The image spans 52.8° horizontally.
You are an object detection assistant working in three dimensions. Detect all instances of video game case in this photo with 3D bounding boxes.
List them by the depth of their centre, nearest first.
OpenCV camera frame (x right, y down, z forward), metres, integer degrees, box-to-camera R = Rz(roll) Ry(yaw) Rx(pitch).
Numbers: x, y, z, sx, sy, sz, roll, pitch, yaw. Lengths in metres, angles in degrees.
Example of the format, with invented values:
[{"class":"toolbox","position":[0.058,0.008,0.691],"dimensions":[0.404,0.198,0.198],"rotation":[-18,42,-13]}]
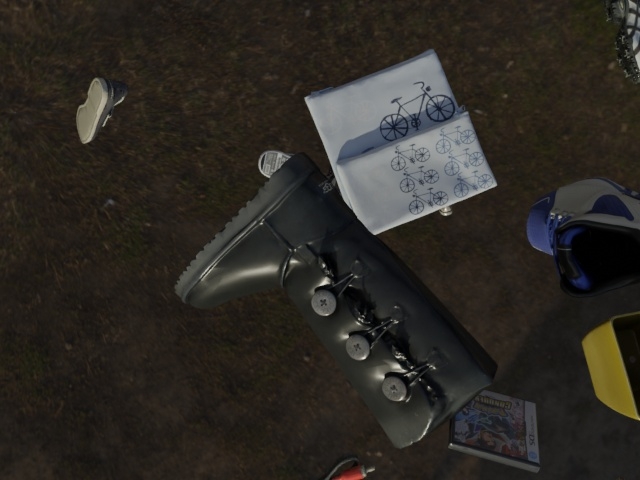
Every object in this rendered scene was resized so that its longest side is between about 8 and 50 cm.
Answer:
[{"class":"video game case","position":[0.543,0.577,2.017],"dimensions":[0.274,0.248,0.035],"rotation":[15,128,4]}]

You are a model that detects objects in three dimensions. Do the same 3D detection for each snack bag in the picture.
[{"class":"snack bag","position":[0.172,-0.215,1.388],"dimensions":[0.322,0.037,0.343],"rotation":[-21,88,-1]}]

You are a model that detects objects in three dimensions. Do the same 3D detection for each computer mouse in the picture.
[{"class":"computer mouse","position":[-0.050,-0.169,1.521],"dimensions":[0.192,0.042,0.106],"rotation":[17,105,7]}]

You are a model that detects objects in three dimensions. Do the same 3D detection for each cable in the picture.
[{"class":"cable","position":[0.011,0.629,1.620],"dimensions":[0.287,0.072,0.140],"rotation":[-16,104,-5]}]

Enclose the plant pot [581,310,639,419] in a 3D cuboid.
[{"class":"plant pot","position":[0.700,0.265,1.409],"dimensions":[0.212,0.187,0.212],"rotation":[-9,78,-11]}]

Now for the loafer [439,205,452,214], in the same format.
[{"class":"loafer","position":[0.320,-0.113,1.709],"dimensions":[0.045,0.125,0.039],"rotation":[-16,123,-1]}]

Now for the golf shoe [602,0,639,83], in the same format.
[{"class":"golf shoe","position":[0.620,-0.409,1.253],"dimensions":[0.093,0.077,0.198],"rotation":[-13,89,8]}]

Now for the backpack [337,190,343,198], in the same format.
[{"class":"backpack","position":[0.000,0.000,1.734],"dimensions":[0.276,0.213,0.264],"rotation":[-7,98,-48]}]

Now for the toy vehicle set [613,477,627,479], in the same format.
[{"class":"toy vehicle set","position":[0.394,0.368,0.756],"dimensions":[0.165,0.267,0.035],"rotation":[-11,96,-20]}]

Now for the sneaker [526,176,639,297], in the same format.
[{"class":"sneaker","position":[0.375,-0.009,0.905],"dimensions":[0.182,0.315,0.128],"rotation":[-13,102,-20]}]

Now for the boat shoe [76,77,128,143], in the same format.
[{"class":"boat shoe","position":[-0.447,-0.261,1.319],"dimensions":[0.064,0.206,0.075],"rotation":[-14,76,-38]}]

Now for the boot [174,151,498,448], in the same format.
[{"class":"boot","position":[0.007,0.139,1.032],"dimensions":[0.445,0.367,0.146],"rotation":[47,35,2]}]
